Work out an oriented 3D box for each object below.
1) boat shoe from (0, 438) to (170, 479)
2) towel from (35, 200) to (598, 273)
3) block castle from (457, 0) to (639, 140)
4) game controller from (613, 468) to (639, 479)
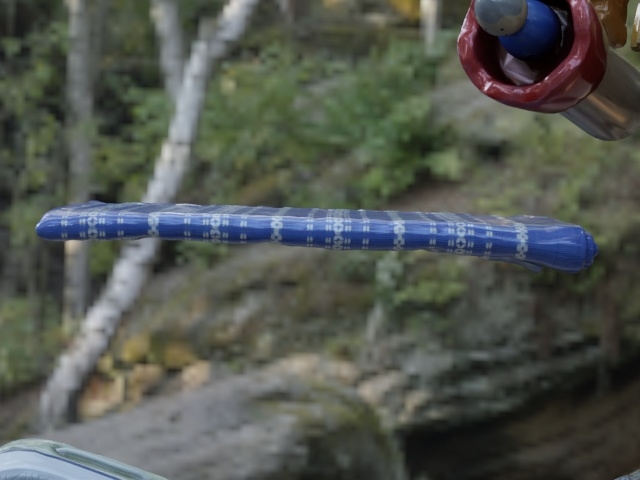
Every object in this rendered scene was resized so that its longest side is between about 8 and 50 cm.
[{"bbox_3d":[-0.045,0.181,1.032,0.302,0.109,0.094,30,15,-8],"label":"boat shoe"},{"bbox_3d":[0.000,0.000,1.283,0.336,0.040,0.243,2,2,0],"label":"towel"},{"bbox_3d":[0.309,-0.208,1.134,0.453,0.303,0.213,1,-11,29],"label":"block castle"},{"bbox_3d":[0.321,0.259,1.706,0.319,0.167,0.067,-20,12,-28],"label":"game controller"}]
